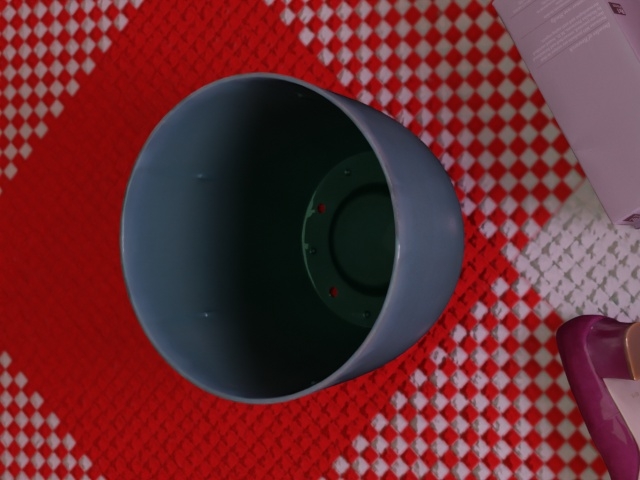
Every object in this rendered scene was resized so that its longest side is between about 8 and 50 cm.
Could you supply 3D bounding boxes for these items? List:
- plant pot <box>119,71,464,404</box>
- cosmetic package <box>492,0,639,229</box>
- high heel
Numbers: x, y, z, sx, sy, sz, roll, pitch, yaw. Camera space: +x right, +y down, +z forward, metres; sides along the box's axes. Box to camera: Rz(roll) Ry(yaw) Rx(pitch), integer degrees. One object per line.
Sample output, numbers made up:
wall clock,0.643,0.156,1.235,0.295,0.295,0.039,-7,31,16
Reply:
plant pot,0.000,0.000,1.727,0.293,0.235,0.293,-1,89,31
cosmetic package,0.264,-0.134,1.636,0.107,0.127,0.238,-37,74,26
high heel,0.271,0.187,1.675,0.117,0.082,0.244,-4,103,62
